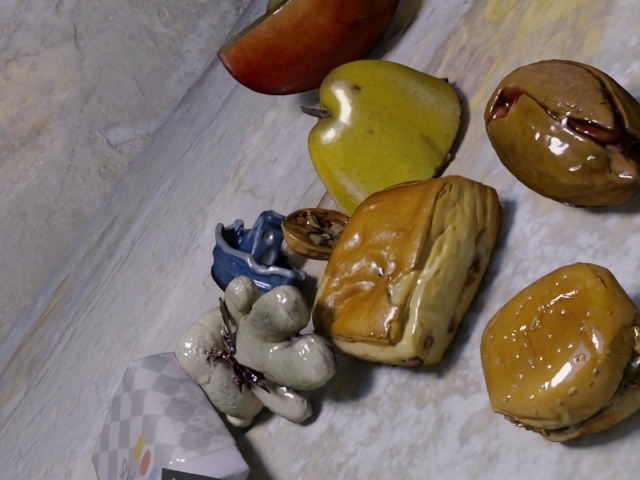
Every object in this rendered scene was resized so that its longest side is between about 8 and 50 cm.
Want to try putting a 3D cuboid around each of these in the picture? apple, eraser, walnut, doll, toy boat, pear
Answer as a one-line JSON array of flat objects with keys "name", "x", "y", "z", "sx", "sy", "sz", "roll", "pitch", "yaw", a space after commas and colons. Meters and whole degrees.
[{"name": "apple", "x": -0.019, "y": -0.449, "z": 1.416, "sx": 0.364, "sy": 0.295, "sz": 0.329, "roll": -17, "pitch": 70, "yaw": 47}, {"name": "eraser", "x": -0.224, "y": 0.311, "z": 1.011, "sx": 0.396, "sy": 0.082, "sz": 0.213, "roll": 29, "pitch": 99, "yaw": 63}, {"name": "walnut", "x": 0.000, "y": 0.000, "z": 1.040, "sx": 0.091, "sy": 0.121, "sz": 0.052, "roll": -93, "pitch": 15, "yaw": -49}, {"name": "doll", "x": -0.088, "y": 0.139, "z": 0.916, "sx": 0.278, "sy": 0.149, "sz": 0.175, "roll": -33, "pitch": 51, "yaw": 53}, {"name": "walnut", "x": 0.250, "y": -0.108, "z": 0.736, "sx": 0.137, "sy": 0.137, "sz": 0.245, "roll": -48, "pitch": 36, "yaw": 10}, {"name": "toy boat", "x": -0.096, "y": 0.018, "z": 1.134, "sx": 0.143, "sy": 0.129, "sz": 0.309, "roll": -66, "pitch": 25, "yaw": 6}, {"name": "pear", "x": 0.070, "y": -0.172, "z": 1.052, "sx": 0.266, "sy": 0.178, "sz": 0.267, "roll": -34, "pitch": 35, "yaw": 27}]

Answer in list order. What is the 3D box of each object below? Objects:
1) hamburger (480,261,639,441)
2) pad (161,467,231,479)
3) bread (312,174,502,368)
[{"name": "hamburger", "x": 0.205, "y": 0.094, "z": 0.609, "sx": 0.147, "sy": 0.083, "sz": 0.138, "roll": -41, "pitch": 33, "yaw": 30}, {"name": "pad", "x": -0.133, "y": 0.352, "z": 0.788, "sx": 0.127, "sy": 0.004, "sz": 0.190, "roll": -3, "pitch": 81, "yaw": 32}, {"name": "bread", "x": 0.091, "y": 0.029, "z": 0.852, "sx": 0.210, "sy": 0.099, "sz": 0.235, "roll": -3, "pitch": 55, "yaw": 58}]
